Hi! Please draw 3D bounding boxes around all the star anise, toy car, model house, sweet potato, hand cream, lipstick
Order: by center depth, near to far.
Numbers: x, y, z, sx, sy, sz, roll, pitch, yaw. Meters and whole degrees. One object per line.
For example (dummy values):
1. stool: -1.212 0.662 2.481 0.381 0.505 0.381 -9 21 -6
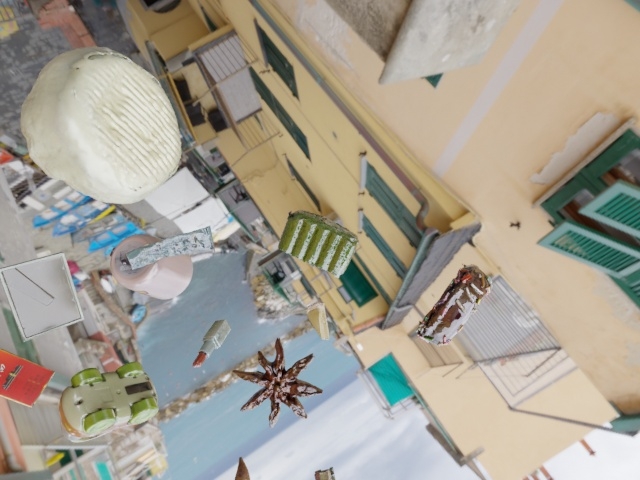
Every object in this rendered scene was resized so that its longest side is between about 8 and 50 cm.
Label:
1. lipstick: -0.227 0.214 0.819 0.030 0.030 0.129 -11 -156 20
2. toy car: -0.557 0.438 1.021 0.235 0.145 0.235 -28 151 -17
3. hand cream: -0.417 0.027 1.107 0.247 0.052 0.075 -15 130 -23
4. model house: 0.007 0.700 1.175 0.058 0.057 0.083 -17 159 8
5. sweet potato: -0.229 0.763 1.185 0.065 0.218 0.051 -21 153 38
6. star anise: -0.132 0.441 1.247 0.288 0.288 0.088 -34 174 -4

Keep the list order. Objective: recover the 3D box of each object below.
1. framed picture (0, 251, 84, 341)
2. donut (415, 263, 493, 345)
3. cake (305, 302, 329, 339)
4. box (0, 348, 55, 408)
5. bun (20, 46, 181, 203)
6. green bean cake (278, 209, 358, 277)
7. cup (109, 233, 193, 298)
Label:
1. framed picture: -0.738 0.147 1.068 0.015 0.203 0.150 8 -158 45
2. donut: 0.373 0.182 1.116 0.270 0.103 0.270 -46 160 -23
3. cake: 0.000 0.260 1.291 0.065 0.121 0.052 -39 155 24
4. box: -0.720 0.327 0.948 0.023 0.133 0.090 -29 -148 47
5. bun: -0.507 -0.257 0.943 0.211 0.360 0.359 -14 171 27
6. green bean cake: 0.000 0.000 1.376 0.250 0.247 0.156 -39 153 -80
7. cup: -0.577 0.073 1.308 0.200 0.252 0.192 56 53 -71
